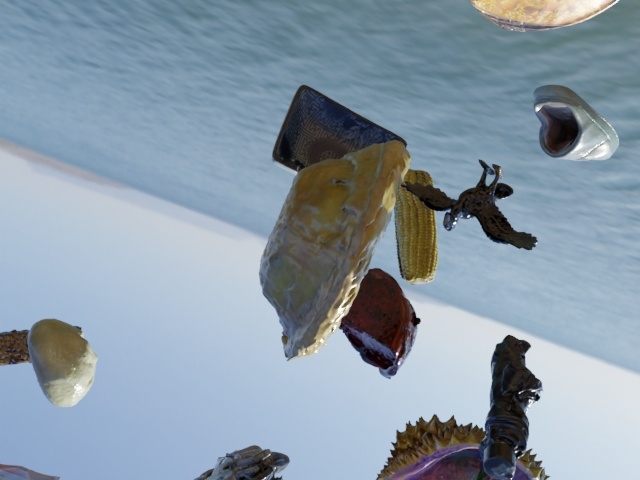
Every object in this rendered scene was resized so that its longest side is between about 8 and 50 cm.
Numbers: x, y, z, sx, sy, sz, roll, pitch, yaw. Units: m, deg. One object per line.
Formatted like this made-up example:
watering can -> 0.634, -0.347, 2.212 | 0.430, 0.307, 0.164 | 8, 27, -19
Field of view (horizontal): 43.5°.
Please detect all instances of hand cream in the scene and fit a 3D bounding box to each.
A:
hand cream -> -0.495, 0.394, 1.316 | 0.216, 0.052, 0.038 | 1, 179, 41

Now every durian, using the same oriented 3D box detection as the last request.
durian -> 0.256, 0.356, 1.281 | 0.261, 0.153, 0.186 | 35, 141, -22

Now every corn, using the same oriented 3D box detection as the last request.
corn -> 0.155, -0.023, 1.304 | 0.072, 0.203, 0.072 | -1, 156, 0

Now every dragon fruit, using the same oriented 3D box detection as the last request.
dragon fruit -> 0.112, 0.135, 1.242 | 0.161, 0.127, 0.120 | 27, 162, 50

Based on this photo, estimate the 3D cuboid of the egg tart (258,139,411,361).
egg tart -> 0.000, 0.000, 1.011 | 0.128, 0.318, 0.319 | 24, 179, -3

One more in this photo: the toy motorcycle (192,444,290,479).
toy motorcycle -> -0.145, 0.430, 1.498 | 0.225, 0.073, 0.152 | -22, -178, 40

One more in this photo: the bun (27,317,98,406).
bun -> -0.237, 0.113, 0.750 | 0.055, 0.086, 0.086 | -17, -171, -15

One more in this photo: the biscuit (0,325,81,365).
biscuit -> -0.525, 0.187, 1.414 | 0.199, 0.064, 0.034 | -1, -174, -22

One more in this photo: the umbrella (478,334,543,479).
umbrella -> 0.238, 0.205, 0.994 | 0.071, 0.080, 0.224 | -3, -154, 21

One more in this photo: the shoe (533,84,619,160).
shoe -> 0.460, -0.192, 1.473 | 0.103, 0.100, 0.251 | 15, 168, 47

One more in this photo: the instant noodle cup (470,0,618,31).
instant noodle cup -> 0.246, -0.366, 0.880 | 0.213, 0.174, 0.213 | -2, 146, -1

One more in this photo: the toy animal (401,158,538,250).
toy animal -> 0.196, -0.048, 1.018 | 0.220, 0.108, 0.062 | 29, 163, 43

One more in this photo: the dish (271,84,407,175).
dish -> 0.027, -0.156, 1.506 | 0.243, 0.181, 0.080 | 26, 152, -14
